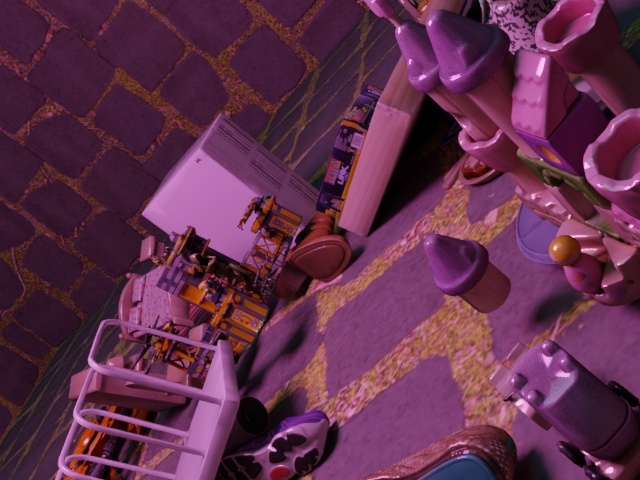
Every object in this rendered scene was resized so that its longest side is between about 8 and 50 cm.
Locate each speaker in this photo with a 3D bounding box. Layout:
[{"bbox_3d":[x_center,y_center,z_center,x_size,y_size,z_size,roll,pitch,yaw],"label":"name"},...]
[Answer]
[{"bbox_3d":[-0.130,0.261,1.100,0.136,0.055,0.055,-38,20,39],"label":"speaker"}]

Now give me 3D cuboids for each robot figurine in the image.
[{"bbox_3d":[-0.403,0.392,1.508,0.211,0.085,0.291,-42,18,30],"label":"robot figurine"}]

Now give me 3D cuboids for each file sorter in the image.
[{"bbox_3d":[-0.225,0.262,0.985,0.193,0.173,0.278,-124,51,-75],"label":"file sorter"}]

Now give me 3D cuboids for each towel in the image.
[{"bbox_3d":[-0.260,0.152,1.747,0.199,0.031,0.275,-51,16,4],"label":"towel"}]

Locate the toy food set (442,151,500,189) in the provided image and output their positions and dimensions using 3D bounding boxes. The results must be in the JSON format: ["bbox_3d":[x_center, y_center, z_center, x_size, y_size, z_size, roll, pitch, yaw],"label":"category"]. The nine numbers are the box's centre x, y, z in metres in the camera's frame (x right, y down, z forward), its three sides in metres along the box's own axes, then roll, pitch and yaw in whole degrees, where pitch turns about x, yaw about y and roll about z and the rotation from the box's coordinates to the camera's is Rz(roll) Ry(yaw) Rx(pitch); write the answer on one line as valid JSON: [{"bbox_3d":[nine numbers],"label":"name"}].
[{"bbox_3d":[0.219,-0.128,1.031,0.132,0.038,0.192,-56,16,-16],"label":"toy food set"}]

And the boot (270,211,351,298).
[{"bbox_3d":[0.000,0.000,1.296,0.197,0.073,0.152,-31,22,46],"label":"boot"}]

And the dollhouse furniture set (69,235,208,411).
[{"bbox_3d":[-0.321,0.112,1.452,0.303,0.174,0.355,-25,57,47],"label":"dollhouse furniture set"}]

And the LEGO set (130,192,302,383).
[{"bbox_3d":[-0.180,0.058,1.264,0.255,0.192,0.331,-53,13,47],"label":"LEGO set"}]

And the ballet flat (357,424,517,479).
[{"bbox_3d":[0.081,0.206,0.656,0.206,0.073,0.067,-35,-5,38],"label":"ballet flat"}]

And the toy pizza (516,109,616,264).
[{"bbox_3d":[0.267,-0.054,0.750,0.201,0.032,0.201,-45,18,19],"label":"toy pizza"}]

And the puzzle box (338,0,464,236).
[{"bbox_3d":[0.142,-0.234,1.254,0.272,0.052,0.409,106,-172,-52],"label":"puzzle box"}]

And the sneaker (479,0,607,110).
[{"bbox_3d":[0.245,-0.262,0.935,0.158,0.182,0.410,-27,21,16],"label":"sneaker"}]

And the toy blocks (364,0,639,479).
[{"bbox_3d":[0.157,-0.061,0.572,0.309,0.260,0.288,-51,28,2],"label":"toy blocks"}]

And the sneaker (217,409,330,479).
[{"bbox_3d":[-0.051,0.248,0.935,0.170,0.068,0.071,-31,9,30],"label":"sneaker"}]

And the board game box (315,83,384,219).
[{"bbox_3d":[0.051,-0.141,1.276,0.141,0.048,0.170,-63,-7,-50],"label":"board game box"}]

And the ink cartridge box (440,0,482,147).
[{"bbox_3d":[0.276,-0.318,1.262,0.176,0.069,0.371,-33,27,49],"label":"ink cartridge box"}]

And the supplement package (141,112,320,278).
[{"bbox_3d":[-0.162,-0.067,1.533,0.204,0.262,0.145,-42,18,33],"label":"supplement package"}]

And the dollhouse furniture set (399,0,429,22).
[{"bbox_3d":[0.286,-0.509,1.361,0.374,0.152,0.201,-47,-15,23],"label":"dollhouse furniture set"}]
